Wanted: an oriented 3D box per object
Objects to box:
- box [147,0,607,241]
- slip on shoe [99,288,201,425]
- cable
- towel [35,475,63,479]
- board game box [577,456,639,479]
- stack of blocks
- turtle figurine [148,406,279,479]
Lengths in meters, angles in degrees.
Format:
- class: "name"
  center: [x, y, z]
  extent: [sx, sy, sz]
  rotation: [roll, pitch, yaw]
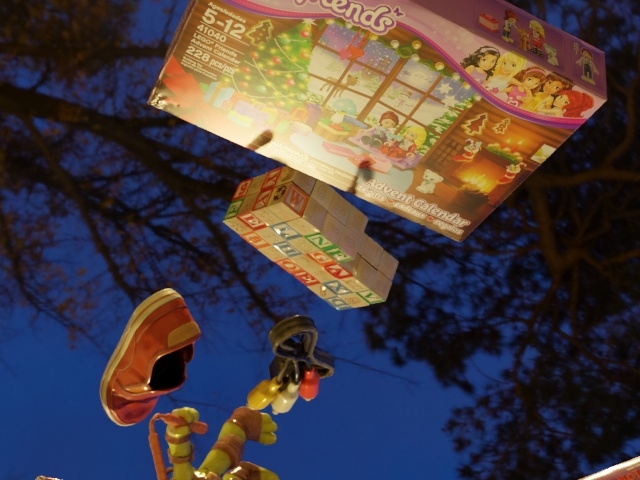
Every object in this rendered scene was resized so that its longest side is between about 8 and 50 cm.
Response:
- class: "box"
  center: [0.037, -0.123, 0.742]
  extent: [0.201, 0.293, 0.057]
  rotation: [-51, -159, 48]
- class: "slip on shoe"
  center: [-0.269, 0.211, 1.546]
  extent: [0.101, 0.123, 0.331]
  rotation: [48, -43, 18]
- class: "cable"
  center: [-0.025, 0.180, 1.377]
  extent: [0.287, 0.139, 0.072]
  rotation: [117, -40, -63]
- class: "towel"
  center: [-0.405, 0.477, 1.631]
  extent: [0.029, 0.197, 0.144]
  rotation: [-104, -143, -63]
- class: "board game box"
  center: [0.303, 0.365, 1.126]
  extent: [0.346, 0.208, 0.056]
  rotation: [-19, -152, -5]
- class: "stack of blocks"
  center: [0.000, 0.000, 1.687]
  extent: [0.171, 0.297, 0.087]
  rotation: [-14, -135, 47]
- class: "turtle figurine"
  center: [-0.118, 0.277, 0.997]
  extent: [0.087, 0.217, 0.270]
  rotation: [-7, -79, 25]
